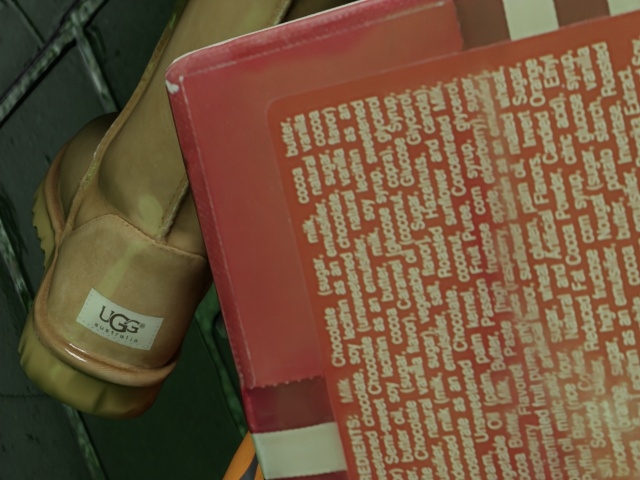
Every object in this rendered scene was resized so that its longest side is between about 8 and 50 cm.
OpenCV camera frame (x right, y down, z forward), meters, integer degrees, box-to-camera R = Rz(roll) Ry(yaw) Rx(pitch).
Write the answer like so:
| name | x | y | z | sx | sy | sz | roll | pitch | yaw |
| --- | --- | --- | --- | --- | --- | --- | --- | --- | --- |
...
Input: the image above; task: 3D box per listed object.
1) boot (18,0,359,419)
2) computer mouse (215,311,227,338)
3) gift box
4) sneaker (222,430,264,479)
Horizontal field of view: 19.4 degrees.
| name | x | y | z | sx | sy | sz | roll | pitch | yaw |
| --- | --- | --- | --- | --- | --- | --- | --- | --- | --- |
| boot | -0.033 | -0.083 | 0.793 | 0.269 | 0.089 | 0.236 | -61 | 18 | 24 |
| computer mouse | 0.000 | 0.000 | 0.797 | 0.042 | 0.106 | 0.193 | 33 | 156 | 2 |
| gift box | 0.159 | 0.029 | 0.470 | 0.276 | 0.258 | 0.255 | -6 | 97 | 33 |
| sneaker | 0.024 | 0.143 | 0.694 | 0.321 | 0.125 | 0.180 | -77 | 13 | -47 |
